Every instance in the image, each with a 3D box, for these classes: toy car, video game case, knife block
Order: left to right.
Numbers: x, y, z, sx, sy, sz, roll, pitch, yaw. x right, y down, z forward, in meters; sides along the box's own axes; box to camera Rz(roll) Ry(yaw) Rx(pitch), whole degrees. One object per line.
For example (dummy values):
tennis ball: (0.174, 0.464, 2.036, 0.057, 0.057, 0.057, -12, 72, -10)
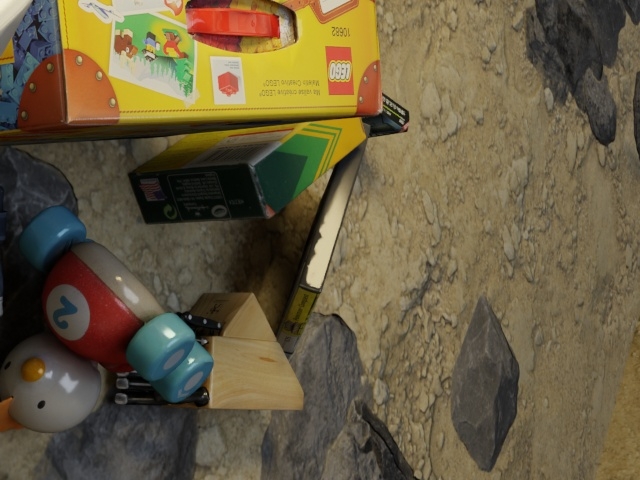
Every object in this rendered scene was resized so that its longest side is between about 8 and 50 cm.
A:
toy car: (-0.283, 0.131, 1.327, 0.238, 0.219, 0.210, -45, 163, -10)
knife block: (-0.152, 0.192, 1.593, 0.242, 0.088, 0.275, -55, 131, -41)
video game case: (0.000, 0.000, 1.745, 0.248, 0.035, 0.274, 112, -4, -63)

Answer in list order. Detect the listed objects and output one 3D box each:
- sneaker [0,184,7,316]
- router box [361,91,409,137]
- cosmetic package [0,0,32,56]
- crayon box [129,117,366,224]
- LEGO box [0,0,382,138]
sneaker: (-0.404, 0.001, 1.215, 0.226, 0.086, 0.163, -3, 101, -66)
router box: (0.067, -0.196, 1.912, 0.092, 0.122, 0.038, 27, 63, -52)
cosmetic package: (-0.459, -0.222, 0.860, 0.453, 0.230, 0.161, 39, 51, -9)
crayon box: (-0.078, -0.125, 1.620, 0.318, 0.202, 0.081, -42, 122, -48)
LEGO box: (-0.223, -0.204, 1.257, 0.500, 0.373, 0.193, -11, 97, -56)
